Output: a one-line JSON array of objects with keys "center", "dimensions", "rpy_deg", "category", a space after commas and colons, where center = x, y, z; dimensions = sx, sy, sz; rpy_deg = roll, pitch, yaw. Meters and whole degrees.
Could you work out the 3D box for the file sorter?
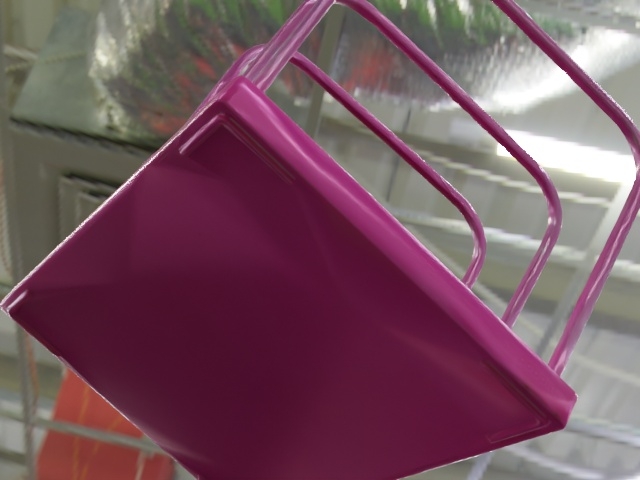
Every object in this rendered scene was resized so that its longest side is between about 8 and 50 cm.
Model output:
[{"center": [0.000, 0.000, 0.663], "dimensions": [0.202, 0.182, 0.291], "rpy_deg": [43, -36, -11], "category": "file sorter"}]
